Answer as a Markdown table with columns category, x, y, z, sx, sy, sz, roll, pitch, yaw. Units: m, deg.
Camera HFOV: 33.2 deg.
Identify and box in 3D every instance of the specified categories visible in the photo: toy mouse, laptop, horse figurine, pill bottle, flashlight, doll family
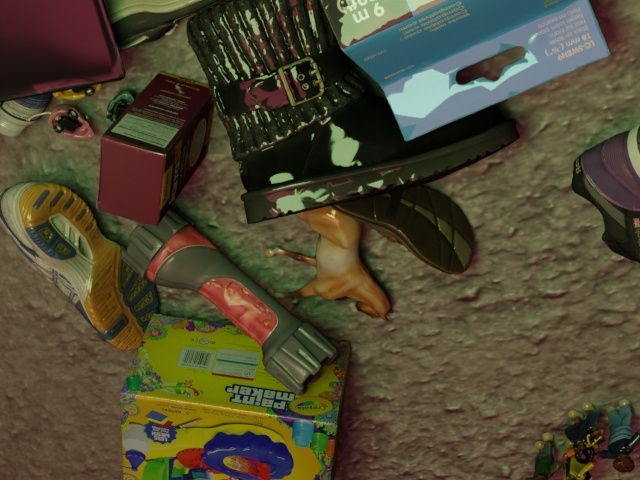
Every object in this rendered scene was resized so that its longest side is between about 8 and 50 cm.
| category | x | y | z | sx | sy | sz | roll | pitch | yaw |
| --- | --- | --- | --- | --- | --- | --- | --- | --- | --- |
| toy mouse | -0.289 | -0.168 | 1.373 | 0.161 | 0.031 | 0.143 | -21 | 140 | 15 |
| laptop | -0.465 | -0.365 | 1.261 | 0.408 | 0.236 | 0.382 | 30 | 140 | 50 |
| horse figurine | 0.000 | 0.000 | 1.395 | 0.174 | 0.066 | 0.263 | 9 | 127 | 19 |
| pill bottle | -0.380 | -0.191 | 1.381 | 0.067 | 0.067 | 0.120 | 37 | 124 | -9 |
| flashlight | -0.121 | 0.082 | 1.416 | 0.304 | 0.103 | 0.103 | 41 | 94 | 10 |
| doll family | 0.357 | 0.288 | 1.447 | 0.076 | 0.111 | 0.193 | 32 | 125 | -5 |

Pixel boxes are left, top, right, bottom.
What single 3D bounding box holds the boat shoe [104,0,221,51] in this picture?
| category | x | y | z | sx | sy | sz | roll | pitch | yaw |
| --- | --- | --- | --- | --- | --- | --- | --- | --- | --- |
| boat shoe | -0.202 | -0.280 | 1.279 | 0.233 | 0.084 | 0.079 | -16 | 154 | 17 |

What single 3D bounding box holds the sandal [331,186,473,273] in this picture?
| category | x | y | z | sx | sy | sz | roll | pitch | yaw |
| --- | --- | --- | --- | --- | --- | --- | --- | --- | --- |
| sandal | 0.094 | -0.028 | 1.339 | 0.219 | 0.090 | 0.060 | 23 | 163 | -13 |

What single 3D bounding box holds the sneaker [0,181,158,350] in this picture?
| category | x | y | z | sx | sy | sz | roll | pitch | yaw |
| --- | --- | --- | --- | --- | --- | --- | --- | --- | --- |
| sneaker | -0.339 | 0.030 | 1.508 | 0.131 | 0.112 | 0.296 | 9 | 137 | 45 |

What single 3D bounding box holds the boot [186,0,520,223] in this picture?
| category | x | y | z | sx | sy | sz | roll | pitch | yaw |
| --- | --- | --- | --- | --- | --- | --- | --- | --- | --- |
| boot | 0.039 | -0.180 | 1.229 | 0.347 | 0.131 | 0.260 | -14 | 90 | -7 |

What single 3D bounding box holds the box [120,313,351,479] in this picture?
| category | x | y | z | sx | sy | sz | roll | pitch | yaw |
| --- | --- | --- | --- | --- | --- | --- | --- | --- | --- |
| box | -0.119 | 0.282 | 1.530 | 0.289 | 0.177 | 0.279 | 7 | 125 | 4 |

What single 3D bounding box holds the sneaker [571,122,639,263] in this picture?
| category | x | y | z | sx | sy | sz | roll | pitch | yaw |
| --- | --- | --- | --- | --- | --- | --- | --- | --- | --- |
| sneaker | 0.406 | -0.009 | 1.264 | 0.124 | 0.107 | 0.283 | -25 | 109 | 44 |

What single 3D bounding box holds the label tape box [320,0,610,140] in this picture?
| category | x | y | z | sx | sy | sz | roll | pitch | yaw |
| --- | --- | --- | --- | --- | --- | --- | --- | --- | --- |
| label tape box | 0.116 | -0.290 | 1.069 | 0.240 | 0.106 | 0.334 | -22 | 95 | 19 |

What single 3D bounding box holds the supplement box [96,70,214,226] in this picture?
| category | x | y | z | sx | sy | sz | roll | pitch | yaw |
| --- | --- | --- | --- | --- | --- | --- | --- | --- | --- |
| supplement box | -0.197 | -0.114 | 1.301 | 0.080 | 0.188 | 0.104 | 16 | 125 | 5 |
